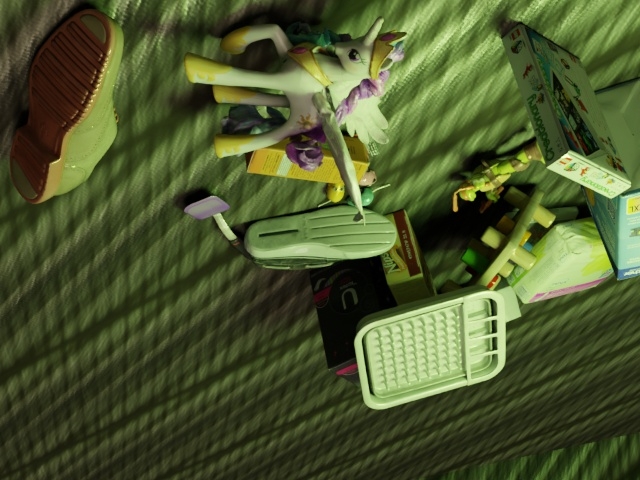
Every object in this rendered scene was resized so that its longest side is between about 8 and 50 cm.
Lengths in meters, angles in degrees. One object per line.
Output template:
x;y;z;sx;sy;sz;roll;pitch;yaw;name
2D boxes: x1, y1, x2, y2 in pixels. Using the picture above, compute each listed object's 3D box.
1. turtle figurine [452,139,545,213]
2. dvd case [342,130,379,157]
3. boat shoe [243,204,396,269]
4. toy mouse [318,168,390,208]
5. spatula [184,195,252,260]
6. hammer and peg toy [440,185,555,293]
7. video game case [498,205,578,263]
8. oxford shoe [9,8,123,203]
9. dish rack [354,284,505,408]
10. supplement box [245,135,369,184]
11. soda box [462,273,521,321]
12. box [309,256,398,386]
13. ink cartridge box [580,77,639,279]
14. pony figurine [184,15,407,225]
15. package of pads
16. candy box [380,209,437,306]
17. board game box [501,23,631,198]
0.382;-0.142;1.989;0.217;0.087;0.269;-30;164;18;turtle figurine
0.052;-0.184;1.885;0.119;0.013;0.087;-20;145;9;dvd case
0.000;0.000;2.064;0.335;0.121;0.119;-1;154;2;boat shoe
0.086;-0.109;1.987;0.143;0.031;0.161;1;143;-19;toy mouse
-0.202;-0.021;2.024;0.084;0.030;0.296;-20;145;13;spatula
0.380;0.058;2.127;0.127;0.266;0.361;34;132;4;hammer and peg toy
0.518;-0.008;2.276;0.183;0.023;0.201;-5;145;-10;video game case
-0.415;-0.236;1.599;0.146;0.140;0.397;-22;156;-49;oxford shoe
0.234;0.222;2.019;0.332;0.072;0.286;-16;132;-6;dish rack
-0.027;-0.167;1.812;0.233;0.078;0.080;6;139;-17;supplement box
0.360;0.190;2.370;0.286;0.091;0.098;-20;110;-8;soda box
0.095;0.180;2.192;0.165;0.270;0.143;-28;143;20;box
0.658;-0.103;1.965;0.151;0.270;0.395;-16;145;8;ink cartridge box
-0.014;-0.232;1.611;0.363;0.303;0.351;-2;139;12;pony figurine
0.628;0.038;2.248;0.296;0.101;0.229;-10;150;-34;package of pads
0.212;0.091;2.180;0.087;0.183;0.316;-17;145;9;candy box
0.443;-0.236;1.677;0.193;0.305;0.053;19;138;-36;board game box
